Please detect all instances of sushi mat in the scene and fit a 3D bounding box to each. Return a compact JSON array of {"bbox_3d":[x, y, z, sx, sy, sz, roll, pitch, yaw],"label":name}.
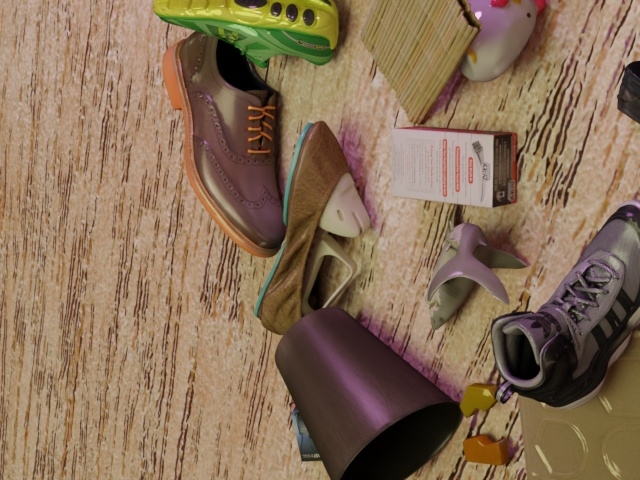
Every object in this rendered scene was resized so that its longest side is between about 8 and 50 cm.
[{"bbox_3d":[0.114,-0.254,1.501,0.151,0.019,0.316,59,166,9],"label":"sushi mat"}]

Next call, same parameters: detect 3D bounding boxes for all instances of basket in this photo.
[{"bbox_3d":[0.046,0.212,1.700,0.227,0.204,0.154,48,165,36],"label":"basket"}]

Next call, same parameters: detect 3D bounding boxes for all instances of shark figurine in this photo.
[{"bbox_3d":[0.200,0.025,1.530,0.116,0.278,0.166,16,80,3],"label":"shark figurine"}]

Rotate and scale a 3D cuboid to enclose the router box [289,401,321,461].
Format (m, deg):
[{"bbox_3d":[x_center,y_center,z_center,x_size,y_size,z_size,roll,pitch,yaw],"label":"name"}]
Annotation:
[{"bbox_3d":[0.014,0.278,1.832,0.122,0.038,0.092,-13,90,46],"label":"router box"}]

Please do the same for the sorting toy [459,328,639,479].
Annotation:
[{"bbox_3d":[0.301,0.213,1.537,0.307,0.041,0.229,-2,102,46],"label":"sorting toy"}]

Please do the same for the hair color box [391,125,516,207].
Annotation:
[{"bbox_3d":[0.169,-0.096,1.586,0.167,0.053,0.093,10,105,45],"label":"hair color box"}]

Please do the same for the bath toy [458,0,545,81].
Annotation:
[{"bbox_3d":[0.145,-0.348,1.513,0.348,0.129,0.151,54,175,25],"label":"bath toy"}]

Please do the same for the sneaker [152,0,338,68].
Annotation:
[{"bbox_3d":[-0.112,-0.301,1.745,0.295,0.109,0.123,16,138,25],"label":"sneaker"}]

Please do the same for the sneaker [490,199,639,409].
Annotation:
[{"bbox_3d":[0.285,0.077,1.380,0.101,0.153,0.269,39,116,39],"label":"sneaker"}]

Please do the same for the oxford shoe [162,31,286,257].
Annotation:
[{"bbox_3d":[-0.122,-0.153,1.816,0.132,0.130,0.364,-30,78,38],"label":"oxford shoe"}]

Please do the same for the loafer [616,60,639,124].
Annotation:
[{"bbox_3d":[0.394,-0.127,1.357,0.170,0.062,0.061,52,143,33],"label":"loafer"}]

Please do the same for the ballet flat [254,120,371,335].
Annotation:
[{"bbox_3d":[0.000,0.000,1.749,0.124,0.116,0.342,25,118,17],"label":"ballet flat"}]
